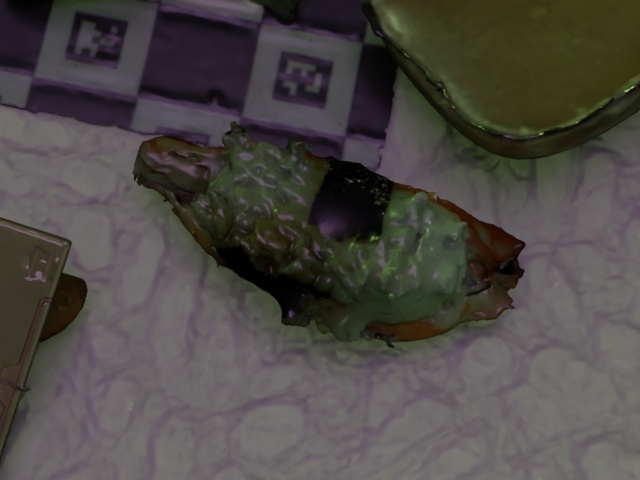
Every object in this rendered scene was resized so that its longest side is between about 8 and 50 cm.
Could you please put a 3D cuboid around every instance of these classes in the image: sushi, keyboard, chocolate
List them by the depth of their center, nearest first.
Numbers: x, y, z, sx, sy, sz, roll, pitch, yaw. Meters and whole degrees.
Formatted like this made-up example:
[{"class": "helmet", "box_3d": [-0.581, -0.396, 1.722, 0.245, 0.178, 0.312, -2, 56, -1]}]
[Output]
[{"class": "keyboard", "box_3d": [-0.180, 0.070, 0.873, 0.055, 0.017, 0.166, 19, 96, -4]}, {"class": "sushi", "box_3d": [-0.001, 0.001, 0.898, 0.226, 0.103, 0.097, 19, 90, 5]}, {"class": "chocolate", "box_3d": [0.167, -0.136, 0.955, 0.261, 0.083, 0.161, -31, 57, -10]}, {"class": "sushi", "box_3d": [-0.099, -0.244, 0.983, 0.343, 0.064, 0.359, 11, 72, 0]}]

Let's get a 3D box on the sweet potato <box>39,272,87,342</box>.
[{"class": "sweet potato", "box_3d": [-0.236, 0.038, 0.898, 0.214, 0.050, 0.050, -1, 73, -3]}]
